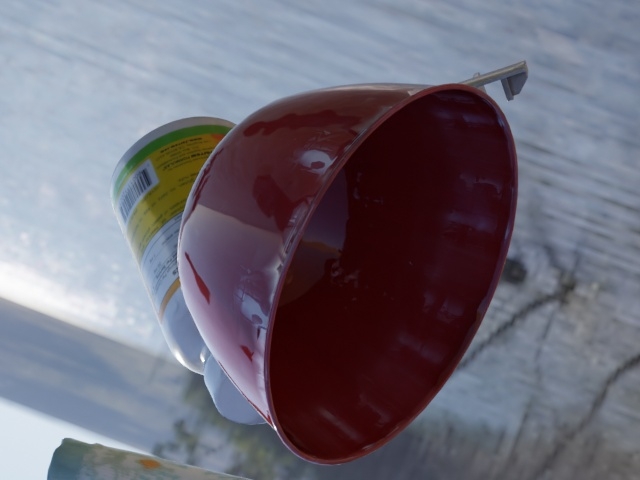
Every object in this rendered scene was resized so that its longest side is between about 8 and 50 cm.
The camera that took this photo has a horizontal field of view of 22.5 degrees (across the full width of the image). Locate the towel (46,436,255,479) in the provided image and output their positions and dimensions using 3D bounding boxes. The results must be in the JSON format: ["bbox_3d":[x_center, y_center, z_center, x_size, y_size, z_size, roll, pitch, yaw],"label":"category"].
[{"bbox_3d":[-0.094,0.349,1.474,0.320,0.090,0.375,10,130,4],"label":"towel"}]

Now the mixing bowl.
[{"bbox_3d":[0.000,0.000,0.739,0.098,0.181,0.181,25,177,32],"label":"mixing bowl"}]

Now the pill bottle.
[{"bbox_3d":[-0.077,0.025,1.327,0.136,0.136,0.246,27,-152,-46],"label":"pill bottle"}]

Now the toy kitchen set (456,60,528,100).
[{"bbox_3d":[0.120,-0.077,1.105,0.068,0.075,0.083,-19,-168,13],"label":"toy kitchen set"}]
